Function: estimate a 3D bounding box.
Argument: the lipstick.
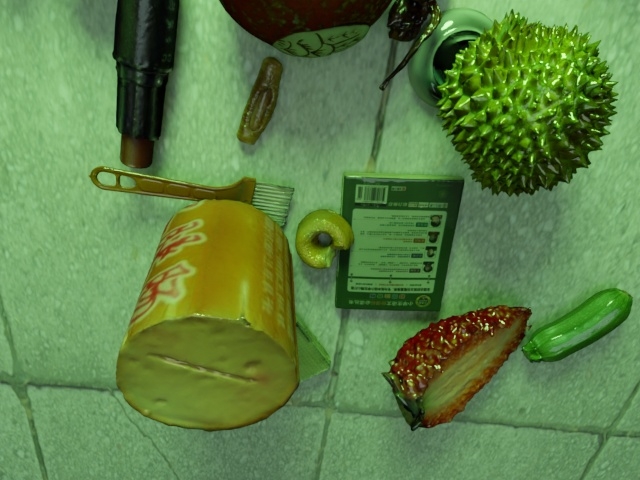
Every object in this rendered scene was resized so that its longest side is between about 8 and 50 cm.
[{"bbox_3d":[-0.251,-0.243,0.607,0.081,0.081,0.299,16,121,-8],"label":"lipstick"}]

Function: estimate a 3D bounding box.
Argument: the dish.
[{"bbox_3d":[0.201,-0.251,0.607,0.141,0.078,0.141,0,117,-1],"label":"dish"}]

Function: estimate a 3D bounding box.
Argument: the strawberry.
[{"bbox_3d":[0.256,0.221,0.834,0.306,0.138,0.233,-36,134,-11],"label":"strawberry"}]

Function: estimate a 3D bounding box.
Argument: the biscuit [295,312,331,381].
[{"bbox_3d":[-0.113,0.253,0.872,0.250,0.046,0.147,-31,114,13],"label":"biscuit"}]

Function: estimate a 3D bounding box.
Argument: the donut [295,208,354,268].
[{"bbox_3d":[0.000,0.000,0.736,0.097,0.043,0.108,37,116,-1],"label":"donut"}]

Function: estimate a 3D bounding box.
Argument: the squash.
[{"bbox_3d":[0.491,0.169,0.823,0.219,0.068,0.077,-37,127,16],"label":"squash"}]

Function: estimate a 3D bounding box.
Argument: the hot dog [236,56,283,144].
[{"bbox_3d":[-0.090,-0.208,0.654,0.044,0.028,0.137,21,113,-18],"label":"hot dog"}]

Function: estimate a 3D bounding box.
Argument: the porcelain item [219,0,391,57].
[{"bbox_3d":[-0.016,-0.333,0.481,0.253,0.253,0.253,0,116,0],"label":"porcelain item"}]

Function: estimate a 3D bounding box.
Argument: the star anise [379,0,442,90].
[{"bbox_3d":[0.122,-0.295,0.572,0.070,0.097,0.190,33,113,1],"label":"star anise"}]

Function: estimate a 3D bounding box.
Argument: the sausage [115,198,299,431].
[{"bbox_3d":[-0.154,0.097,0.647,0.233,0.287,0.233,-2,123,-4],"label":"sausage"}]

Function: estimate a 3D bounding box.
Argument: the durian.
[{"bbox_3d":[0.273,-0.164,0.566,0.200,0.176,0.237,-43,134,-4],"label":"durian"}]

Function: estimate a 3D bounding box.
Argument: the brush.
[{"bbox_3d":[-0.202,-0.077,0.692,0.314,0.017,0.090,8,128,-14],"label":"brush"}]

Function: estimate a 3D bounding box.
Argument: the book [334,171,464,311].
[{"bbox_3d":[0.132,0.011,0.764,0.202,0.027,0.264,1,116,-1],"label":"book"}]
